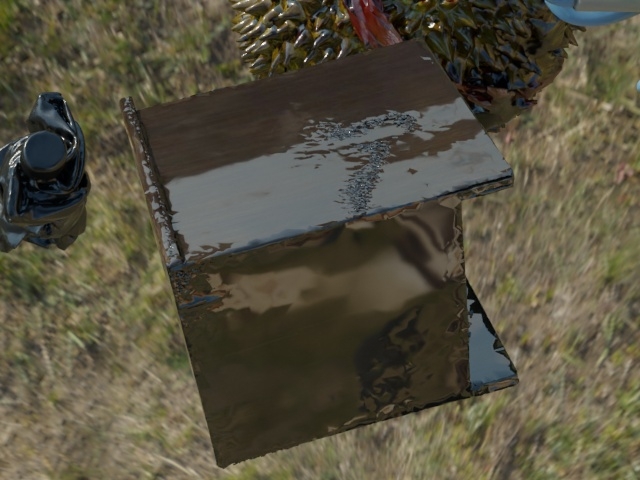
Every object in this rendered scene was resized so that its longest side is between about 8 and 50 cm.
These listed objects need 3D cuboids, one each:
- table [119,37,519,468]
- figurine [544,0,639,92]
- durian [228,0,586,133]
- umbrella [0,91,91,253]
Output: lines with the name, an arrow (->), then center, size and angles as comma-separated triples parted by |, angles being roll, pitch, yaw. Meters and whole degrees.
table -> 0.000, 0.000, 0.795 | 0.193, 0.169, 0.172 | -15, 41, -7
figurine -> 0.219, -0.203, 0.830 | 0.180, 0.154, 0.262 | -5, 94, 24
durian -> 0.087, -0.243, 1.216 | 0.384, 0.347, 0.348 | -34, 73, 29
umbrella -> -0.272, -0.058, 1.267 | 0.110, 0.272, 0.122 | 39, 73, -2
